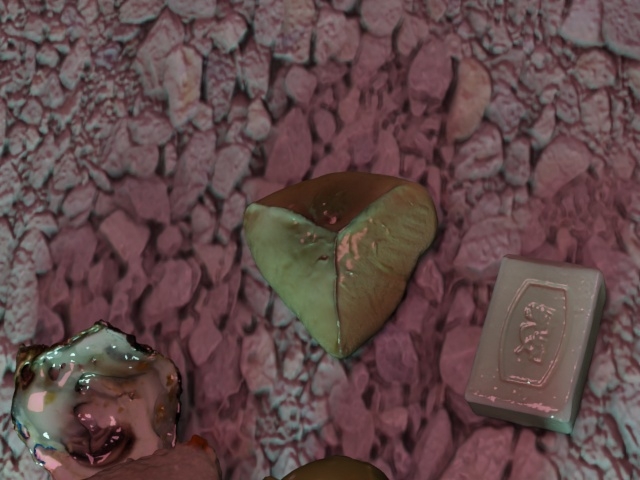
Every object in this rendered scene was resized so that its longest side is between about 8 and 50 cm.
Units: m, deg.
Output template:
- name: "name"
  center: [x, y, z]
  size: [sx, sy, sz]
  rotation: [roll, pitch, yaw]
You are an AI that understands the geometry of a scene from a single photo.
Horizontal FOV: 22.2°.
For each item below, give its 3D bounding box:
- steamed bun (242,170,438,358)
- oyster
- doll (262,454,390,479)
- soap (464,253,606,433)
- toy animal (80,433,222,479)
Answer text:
- name: "steamed bun"
  center: [0.029, -0.009, 1.903]
  size: [0.212, 0.110, 0.231]
  rotation: [-38, 66, -5]
- name: "oyster"
  center: [-0.253, 0.207, 1.891]
  size: [0.214, 0.083, 0.223]
  rotation: [-13, 82, 17]
- name: "doll"
  center: [0.058, 0.328, 1.711]
  size: [0.261, 0.177, 0.161]
  rotation: [26, 74, 18]
- name: "soap"
  center: [0.243, 0.115, 1.821]
  size: [0.121, 0.064, 0.183]
  rotation: [10, 69, 20]
- name: "toy animal"
  center: [-0.221, 0.368, 1.751]
  size: [0.226, 0.188, 0.358]
  rotation: [20, 72, 15]
